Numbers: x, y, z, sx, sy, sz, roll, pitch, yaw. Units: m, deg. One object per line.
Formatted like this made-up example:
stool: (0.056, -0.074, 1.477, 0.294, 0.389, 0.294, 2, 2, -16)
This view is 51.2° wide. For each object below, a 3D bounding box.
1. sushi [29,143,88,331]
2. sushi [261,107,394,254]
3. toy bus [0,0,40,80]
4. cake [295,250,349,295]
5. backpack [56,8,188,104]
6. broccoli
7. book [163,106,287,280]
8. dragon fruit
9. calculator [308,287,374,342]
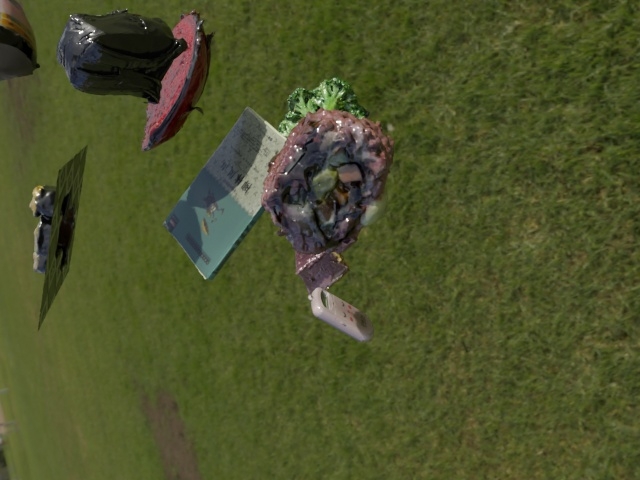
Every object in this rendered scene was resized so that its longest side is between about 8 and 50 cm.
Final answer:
sushi: (-0.496, -0.024, 1.223, 0.292, 0.059, 0.293, -117, 40, -69)
sushi: (0.025, -0.108, 1.242, 0.270, 0.237, 0.171, -54, 9, 17)
toy bus: (-0.771, -0.403, 1.345, 0.171, 0.387, 0.162, 68, -168, -74)
cake: (0.000, 0.000, 1.685, 0.116, 0.113, 0.295, 54, -160, -38)
backpack: (-0.280, -0.260, 0.923, 0.106, 0.165, 0.120, 49, 116, 21)
broccoli: (-0.005, -0.300, 1.821, 0.254, 0.269, 0.269, 56, 152, -8)
book: (-0.219, -0.119, 1.630, 0.379, 0.031, 0.264, -53, 49, 7)
dragon fruit: (-0.320, -0.381, 1.576, 0.282, 0.100, 0.343, -25, 54, 52)
calculator: (0.045, 0.166, 1.488, 0.032, 0.175, 0.100, -52, 18, 20)
